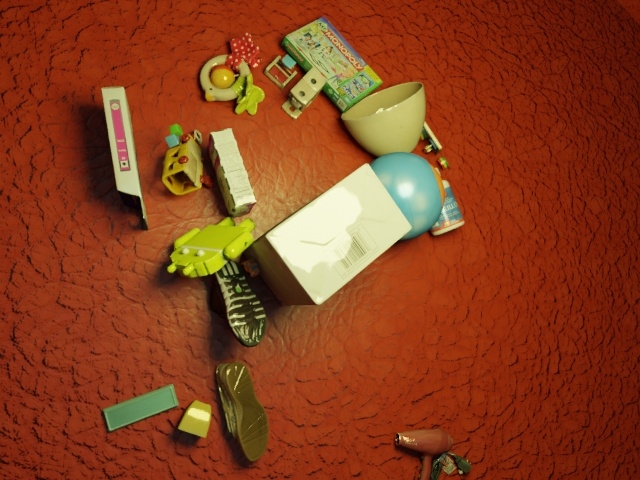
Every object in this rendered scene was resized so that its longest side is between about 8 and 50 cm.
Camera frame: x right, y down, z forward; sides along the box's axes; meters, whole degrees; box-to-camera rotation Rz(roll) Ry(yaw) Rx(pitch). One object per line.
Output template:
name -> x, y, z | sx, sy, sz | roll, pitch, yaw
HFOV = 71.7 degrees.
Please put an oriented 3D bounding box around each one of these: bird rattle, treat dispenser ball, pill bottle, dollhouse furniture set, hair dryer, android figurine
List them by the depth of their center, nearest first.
android figurine -> -0.312, 0.016, 1.256 | 0.273, 0.248, 0.056 | -45, 129, -43
bird rattle -> -0.286, -0.538, 1.422 | 0.206, 0.143, 0.254 | -10, 81, -3
hair dryer -> 0.353, 0.722, 1.436 | 0.223, 0.080, 0.294 | -43, 95, -19
treat dispenser ball -> 0.256, -0.142, 1.440 | 0.287, 0.288, 0.289 | 3, 80, -18
dollhouse furniture set -> -0.101, -0.526, 1.473 | 0.183, 0.129, 0.129 | 41, 71, -9
pill bottle -> 0.415, -0.139, 1.580 | 0.124, 0.124, 0.222 | -22, 88, -20

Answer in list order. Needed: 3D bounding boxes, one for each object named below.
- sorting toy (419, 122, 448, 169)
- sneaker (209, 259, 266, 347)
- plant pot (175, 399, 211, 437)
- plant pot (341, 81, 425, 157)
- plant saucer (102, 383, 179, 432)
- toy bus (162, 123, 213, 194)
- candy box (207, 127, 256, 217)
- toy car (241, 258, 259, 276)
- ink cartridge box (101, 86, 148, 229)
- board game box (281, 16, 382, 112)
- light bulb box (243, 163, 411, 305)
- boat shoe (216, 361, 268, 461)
sorting toy -> 0.377, -0.377, 1.613 | 0.046, 0.132, 0.275 | -33, 87, 9
sneaker -> -0.246, 0.206, 1.272 | 0.106, 0.163, 0.282 | -2, 50, -32
plant pot -> -0.349, 0.498, 1.245 | 0.081, 0.081, 0.083 | 25, 64, -12
plant pot -> 0.237, -0.389, 1.509 | 0.284, 0.284, 0.191 | -37, 118, -20
plant saucer -> -0.499, 0.466, 1.232 | 0.191, 0.018, 0.067 | -16, 86, -19
toy bus -> -0.416, -0.234, 1.329 | 0.104, 0.202, 0.191 | -18, 94, 10
candy box -> -0.272, -0.198, 1.345 | 0.071, 0.159, 0.234 | -17, 87, -19
toy car -> -0.230, 0.074, 1.258 | 0.121, 0.041, 0.060 | -2, 50, -33
ink cartridge box -> -0.546, -0.220, 1.249 | 0.069, 0.175, 0.372 | -12, 85, -19
board game box -> 0.046, -0.618, 1.548 | 0.317, 0.046, 0.213 | 47, 59, -1
light bulb box -> 0.000, 0.000, 1.293 | 0.357, 0.361, 0.225 | -37, 95, -20
boat shoe -> -0.229, 0.492, 1.289 | 0.104, 0.089, 0.286 | -12, 87, -46
